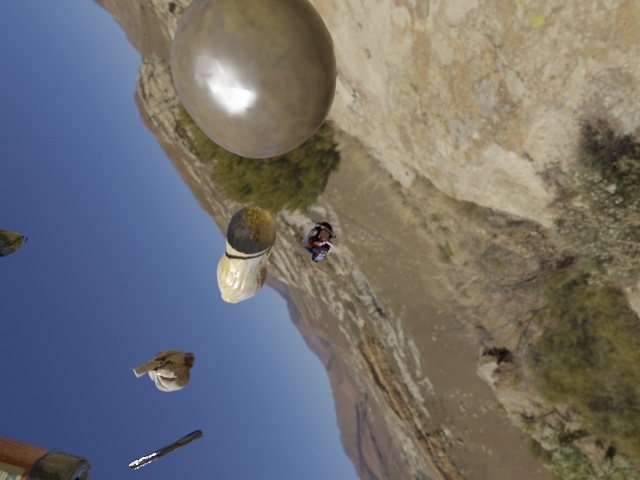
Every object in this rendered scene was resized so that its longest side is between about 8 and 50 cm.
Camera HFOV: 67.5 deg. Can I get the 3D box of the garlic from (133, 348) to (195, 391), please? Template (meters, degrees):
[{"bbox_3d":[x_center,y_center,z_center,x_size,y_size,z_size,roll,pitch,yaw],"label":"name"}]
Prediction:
[{"bbox_3d":[-0.482,0.403,1.466,0.131,0.127,0.194,19,-177,25],"label":"garlic"}]

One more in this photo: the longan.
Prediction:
[{"bbox_3d":[-0.104,-0.284,0.807,0.297,0.298,0.297,62,177,6],"label":"longan"}]

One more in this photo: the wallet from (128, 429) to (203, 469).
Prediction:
[{"bbox_3d":[-0.298,0.410,0.946,0.018,0.082,0.157,67,-170,13],"label":"wallet"}]

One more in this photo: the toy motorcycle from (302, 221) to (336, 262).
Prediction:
[{"bbox_3d":[0.000,0.000,1.553,0.084,0.118,0.212,38,-175,-16],"label":"toy motorcycle"}]

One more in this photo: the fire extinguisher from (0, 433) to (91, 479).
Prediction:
[{"bbox_3d":[-0.583,0.388,0.767,0.113,0.377,0.200,44,-118,-89],"label":"fire extinguisher"}]

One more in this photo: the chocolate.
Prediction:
[{"bbox_3d":[-0.193,0.043,1.253,0.134,0.134,0.309,60,138,42],"label":"chocolate"}]

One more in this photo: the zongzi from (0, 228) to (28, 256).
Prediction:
[{"bbox_3d":[-1.093,0.045,1.590,0.094,0.205,0.204,-98,24,-56],"label":"zongzi"}]
